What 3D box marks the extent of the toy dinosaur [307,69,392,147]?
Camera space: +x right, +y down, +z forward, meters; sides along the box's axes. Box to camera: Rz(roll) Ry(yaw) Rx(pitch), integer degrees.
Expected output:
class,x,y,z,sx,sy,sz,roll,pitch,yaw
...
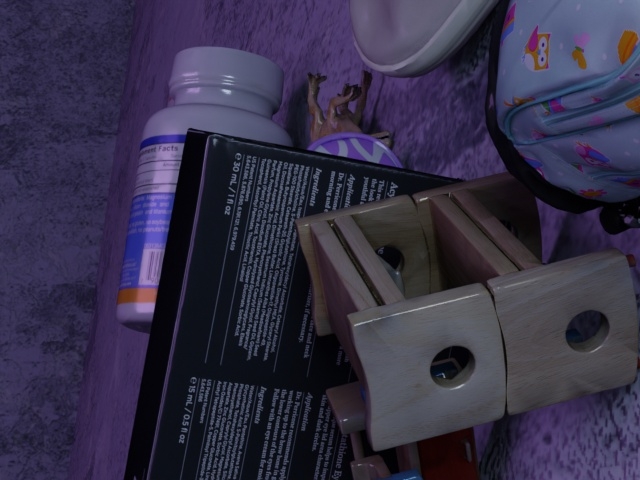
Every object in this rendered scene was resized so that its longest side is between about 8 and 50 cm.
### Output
class,x,y,z,sx,sy,sz,roll,pitch,yaw
toy dinosaur,0.007,-0.088,1.039,0.183,0.053,0.092,158,120,-71

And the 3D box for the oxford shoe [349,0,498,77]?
class,x,y,z,sx,sy,sz,roll,pitch,yaw
oxford shoe,0.081,-0.304,0.733,0.169,0.130,0.449,55,137,41

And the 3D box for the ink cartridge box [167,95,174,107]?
class,x,y,z,sx,sy,sz,roll,pitch,yaw
ink cartridge box,-0.146,-0.097,1.519,0.148,0.086,0.203,169,109,-73

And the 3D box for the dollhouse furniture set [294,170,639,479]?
class,x,y,z,sx,sy,sz,roll,pitch,yaw
dollhouse furniture set,0.076,0.080,0.624,0.129,0.129,0.183,-120,18,-66

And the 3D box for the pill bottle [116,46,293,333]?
class,x,y,z,sx,sy,sz,roll,pitch,yaw
pill bottle,-0.107,-0.042,1.228,0.152,0.152,0.272,152,127,-70

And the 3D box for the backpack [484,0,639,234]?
class,x,y,z,sx,sy,sz,roll,pitch,yaw
backpack,0.137,-0.082,0.470,0.182,0.115,0.151,173,108,-71

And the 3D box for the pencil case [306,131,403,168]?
class,x,y,z,sx,sy,sz,roll,pitch,yaw
pencil case,0.000,0.000,0.968,0.088,0.086,0.206,63,152,18

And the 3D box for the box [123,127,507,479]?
class,x,y,z,sx,sy,sz,roll,pitch,yaw
box,-0.009,0.078,0.754,0.103,0.184,0.261,-151,72,-76
